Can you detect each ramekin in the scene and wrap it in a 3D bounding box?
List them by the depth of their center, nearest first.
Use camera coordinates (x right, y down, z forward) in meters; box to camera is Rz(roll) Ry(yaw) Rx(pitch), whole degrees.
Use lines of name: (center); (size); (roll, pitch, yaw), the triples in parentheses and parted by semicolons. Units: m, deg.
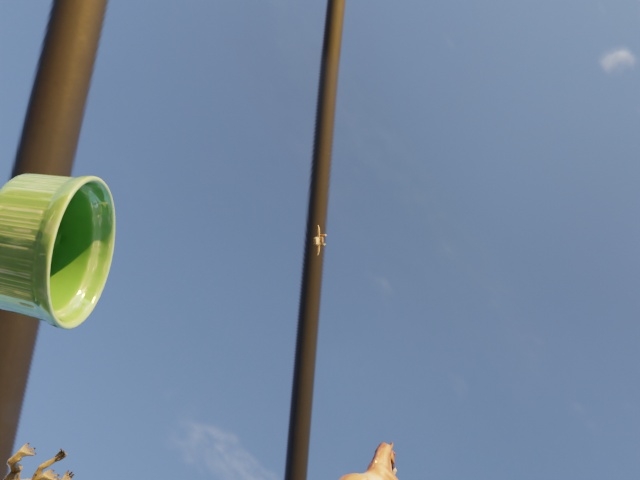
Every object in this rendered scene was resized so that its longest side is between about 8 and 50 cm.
ramekin: (-0.530, 0.012, 1.368); (0.148, 0.303, 0.303); (9, -87, 4)

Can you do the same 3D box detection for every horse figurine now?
horse figurine: (0.075, 0.438, 1.151); (0.066, 0.263, 0.174); (-21, -105, 38)

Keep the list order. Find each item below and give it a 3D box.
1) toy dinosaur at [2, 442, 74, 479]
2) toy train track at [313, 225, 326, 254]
toy dinosaur: (-0.333, 0.273, 0.765); (0.092, 0.183, 0.053); (-48, -119, 8)
toy train track: (0.000, 0.000, 1.111); (0.014, 0.083, 0.048); (1, -89, 6)
